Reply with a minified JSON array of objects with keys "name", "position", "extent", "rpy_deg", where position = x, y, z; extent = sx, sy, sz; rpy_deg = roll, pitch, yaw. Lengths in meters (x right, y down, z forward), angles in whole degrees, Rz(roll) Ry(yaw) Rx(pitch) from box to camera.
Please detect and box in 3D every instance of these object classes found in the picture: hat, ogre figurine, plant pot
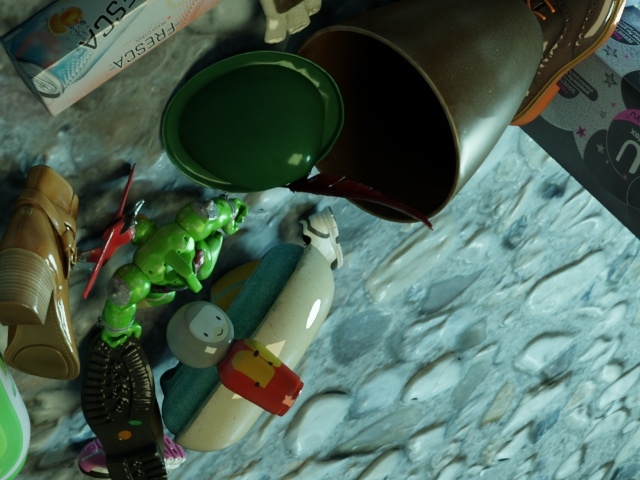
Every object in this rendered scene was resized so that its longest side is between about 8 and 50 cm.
[{"name":"hat","position":[-0.042,-0.063,1.568],"extent":[0.208,0.183,0.173],"rpy_deg":[-32,132,18]},{"name":"ogre figurine","position":[-0.153,0.020,1.696],"extent":[0.197,0.097,0.118],"rpy_deg":[-26,166,-6]},{"name":"plant pot","position":[0.122,-0.165,1.699],"extent":[0.230,0.215,0.215],"rpy_deg":[-37,154,-37]}]

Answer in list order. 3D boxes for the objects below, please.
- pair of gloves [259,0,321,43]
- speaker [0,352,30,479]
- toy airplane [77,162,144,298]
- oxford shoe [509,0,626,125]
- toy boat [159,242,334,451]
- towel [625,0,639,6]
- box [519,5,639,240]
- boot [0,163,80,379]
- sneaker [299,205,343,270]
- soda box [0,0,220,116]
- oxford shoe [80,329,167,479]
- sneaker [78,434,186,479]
[{"name":"pair of gloves","position":[0.031,-0.303,1.543],"extent":[0.240,0.042,0.204],"rpy_deg":[-32,149,-19]},{"name":"speaker","position":[-0.361,0.133,1.576],"extent":[0.131,0.131,0.296],"rpy_deg":[-32,150,-16]},{"name":"toy airplane","position":[-0.206,0.003,1.622],"extent":[0.028,0.151,0.151],"rpy_deg":[27,115,-16]},{"name":"oxford shoe","position":[0.250,-0.237,1.843],"extent":[0.098,0.097,0.271],"rpy_deg":[1,130,-43]},{"name":"toy boat","position":[-0.093,0.109,1.793],"extent":[0.267,0.148,0.318],"rpy_deg":[-55,-176,0]},{"name":"towel","position":[0.429,-0.332,1.866],"extent":[0.209,0.034,0.285],"rpy_deg":[-14,168,-40]},{"name":"box","position":[0.375,-0.141,1.959],"extent":[0.142,0.247,0.163],"rpy_deg":[-18,143,-38]},{"name":"boot","position":[-0.254,0.035,1.567],"extent":[0.073,0.152,0.197],"rpy_deg":[5,150,3]},{"name":"sneaker","position":[0.000,0.000,1.925],"extent":[0.044,0.040,0.109],"rpy_deg":[-20,144,-4]},{"name":"soda box","position":[-0.178,-0.189,1.429],"extent":[0.183,0.058,0.063],"rpy_deg":[-37,151,-10]},{"name":"oxford shoe","position":[-0.221,0.177,1.859],"extent":[0.083,0.096,0.227],"rpy_deg":[-5,125,-2]},{"name":"sneaker","position":[-0.232,0.276,1.983],"extent":[0.170,0.063,0.075],"rpy_deg":[4,122,-58]}]
